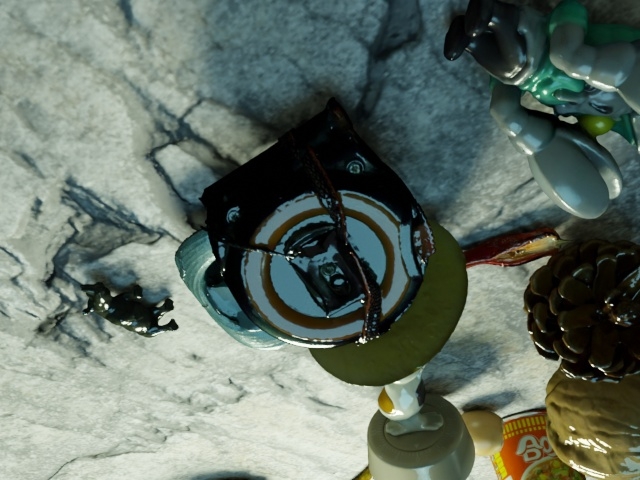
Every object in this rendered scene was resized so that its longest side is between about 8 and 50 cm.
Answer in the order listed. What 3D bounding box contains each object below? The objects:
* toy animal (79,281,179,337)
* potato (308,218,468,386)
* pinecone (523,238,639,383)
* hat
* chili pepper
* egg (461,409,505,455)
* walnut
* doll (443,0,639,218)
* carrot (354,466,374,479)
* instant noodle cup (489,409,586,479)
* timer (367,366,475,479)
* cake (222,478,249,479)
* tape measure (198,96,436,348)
[{"bbox_3d":[-0.244,0.084,0.918,0.065,0.047,0.136,-20,147,30],"label":"toy animal"},{"bbox_3d":[0.077,0.080,0.876,0.178,0.203,0.158,15,167,13],"label":"potato"},{"bbox_3d":[0.340,0.082,0.899,0.186,0.168,0.212,-39,155,8],"label":"pinecone"},{"bbox_3d":[-0.085,0.038,0.863,0.138,0.078,0.190,-20,122,5],"label":"hat"},{"bbox_3d":[0.219,0.015,0.912,0.178,0.027,0.045,-17,137,13],"label":"chili pepper"},{"bbox_3d":[0.275,0.336,1.297,0.097,0.080,0.080,6,144,9],"label":"egg"},{"bbox_3d":[0.457,0.270,1.136,0.228,0.227,0.228,-4,143,-3],"label":"walnut"},{"bbox_3d":[0.234,-0.115,0.655,0.259,0.153,0.195,8,157,10],"label":"doll"},{"bbox_3d":[0.093,0.487,1.499,0.042,0.042,0.170,8,138,-19],"label":"carrot"},{"bbox_3d":[0.408,0.441,1.342,0.193,0.212,0.193,-4,142,-3],"label":"instant noodle cup"},{"bbox_3d":[0.134,0.251,1.139,0.175,0.175,0.265,-12,124,7],"label":"timer"},{"bbox_3d":[-0.192,0.614,1.499,0.196,0.198,0.293,17,136,-24],"label":"cake"},{"bbox_3d":[0.000,0.000,0.724,0.202,0.135,0.222,-33,111,10],"label":"tape measure"}]
